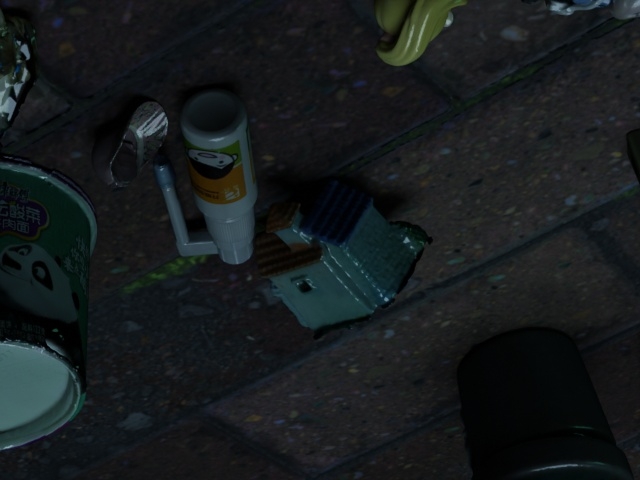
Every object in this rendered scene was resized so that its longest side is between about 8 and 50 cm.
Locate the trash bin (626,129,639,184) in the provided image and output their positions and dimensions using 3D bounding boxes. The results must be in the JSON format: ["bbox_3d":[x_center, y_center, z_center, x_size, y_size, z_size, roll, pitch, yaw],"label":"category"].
[{"bbox_3d":[0.342,-0.066,1.719,0.061,0.092,0.043,-14,143,2],"label":"trash bin"}]

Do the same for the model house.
[{"bbox_3d":[0.000,0.000,1.717,0.148,0.119,0.148,-16,126,46],"label":"model house"}]

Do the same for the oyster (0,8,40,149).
[{"bbox_3d":[-0.351,-0.112,1.437,0.260,0.092,0.198,-20,156,3],"label":"oyster"}]

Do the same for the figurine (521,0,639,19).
[{"bbox_3d":[0.250,-0.219,1.508,0.149,0.087,0.086,8,179,-6],"label":"figurine"}]

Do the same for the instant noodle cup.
[{"bbox_3d":[-0.321,0.070,1.627,0.251,0.190,0.251,-8,144,-6],"label":"instant noodle cup"}]

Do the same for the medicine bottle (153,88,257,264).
[{"bbox_3d":[-0.105,-0.050,1.639,0.092,0.061,0.220,-5,146,0],"label":"medicine bottle"}]

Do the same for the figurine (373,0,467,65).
[{"bbox_3d":[0.110,-0.224,1.458,0.187,0.083,0.083,-42,136,21],"label":"figurine"}]

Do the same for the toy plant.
[{"bbox_3d":[0.261,0.308,1.945,0.185,0.400,0.279,-12,145,3],"label":"toy plant"}]

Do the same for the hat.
[{"bbox_3d":[-0.177,-0.092,1.585,0.058,0.042,0.087,0,117,-58],"label":"hat"}]
